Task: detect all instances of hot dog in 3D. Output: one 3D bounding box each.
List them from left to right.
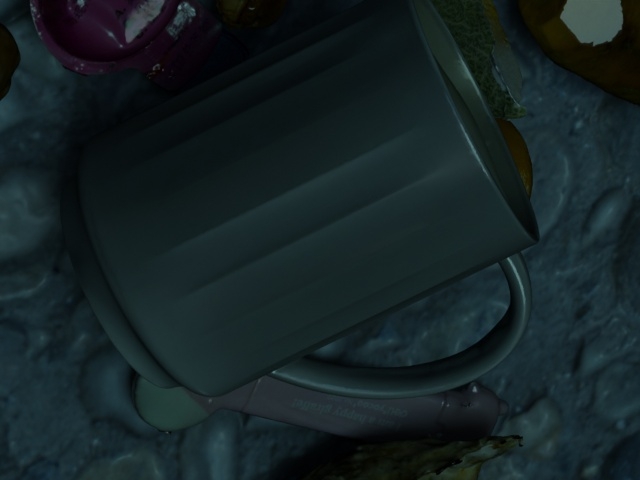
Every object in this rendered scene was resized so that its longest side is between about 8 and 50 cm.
[{"bbox_3d":[-0.040,-0.251,1.435,0.071,0.045,0.165,10,102,-66],"label":"hot dog"}]

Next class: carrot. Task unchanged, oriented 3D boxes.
[{"bbox_3d":[0.312,-0.178,1.608,0.302,0.114,0.114,24,97,-34],"label":"carrot"}]

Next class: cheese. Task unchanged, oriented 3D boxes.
[{"bbox_3d":[-0.148,-0.191,1.410,0.155,0.062,0.244,-53,135,-2],"label":"cheese"}]

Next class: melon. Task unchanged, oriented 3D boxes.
[{"bbox_3d":[0.115,-0.169,1.523,0.139,0.202,0.093,-37,149,31],"label":"melon"}]

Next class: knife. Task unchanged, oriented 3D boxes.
[{"bbox_3d":[0.007,0.148,1.623,0.398,0.038,0.132,16,109,-30],"label":"knife"}]

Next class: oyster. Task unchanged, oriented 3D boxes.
[{"bbox_3d":[0.056,0.252,1.649,0.294,0.094,0.166,-24,141,-15],"label":"oyster"}]

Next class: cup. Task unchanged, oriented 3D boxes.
[{"bbox_3d":[0.000,0.000,1.391,0.327,0.237,0.323,-27,106,12],"label":"cup"}]

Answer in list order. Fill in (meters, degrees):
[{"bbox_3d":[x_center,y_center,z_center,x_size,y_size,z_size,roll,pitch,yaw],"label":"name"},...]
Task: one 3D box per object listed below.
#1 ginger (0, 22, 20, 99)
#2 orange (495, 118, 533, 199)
[{"bbox_3d":[-0.351,-0.202,1.248,0.172,0.165,0.321,-36,120,-19],"label":"ginger"},{"bbox_3d":[0.116,-0.049,1.544,0.155,0.134,0.154,-44,147,-39],"label":"orange"}]
